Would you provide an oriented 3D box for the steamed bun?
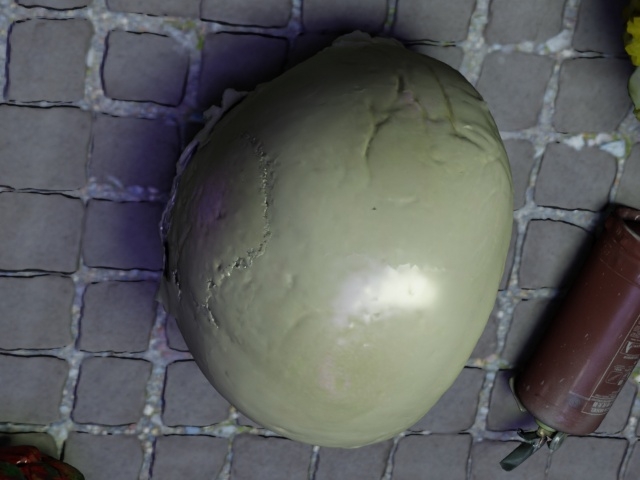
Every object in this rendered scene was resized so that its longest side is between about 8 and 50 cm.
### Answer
[{"bbox_3d":[0.000,0.000,1.453,0.233,0.312,0.334,13,107,-21],"label":"steamed bun"}]

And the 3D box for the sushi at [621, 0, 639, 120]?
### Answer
[{"bbox_3d":[0.452,-0.175,1.436,0.396,0.240,0.351,-24,116,33],"label":"sushi"}]

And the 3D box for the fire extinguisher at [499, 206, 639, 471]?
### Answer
[{"bbox_3d":[0.256,0.103,1.679,0.105,0.105,0.269,19,113,-21],"label":"fire extinguisher"}]

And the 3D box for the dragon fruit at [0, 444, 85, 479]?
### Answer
[{"bbox_3d":[-0.286,0.282,1.625,0.182,0.182,0.188,-21,111,0],"label":"dragon fruit"}]
